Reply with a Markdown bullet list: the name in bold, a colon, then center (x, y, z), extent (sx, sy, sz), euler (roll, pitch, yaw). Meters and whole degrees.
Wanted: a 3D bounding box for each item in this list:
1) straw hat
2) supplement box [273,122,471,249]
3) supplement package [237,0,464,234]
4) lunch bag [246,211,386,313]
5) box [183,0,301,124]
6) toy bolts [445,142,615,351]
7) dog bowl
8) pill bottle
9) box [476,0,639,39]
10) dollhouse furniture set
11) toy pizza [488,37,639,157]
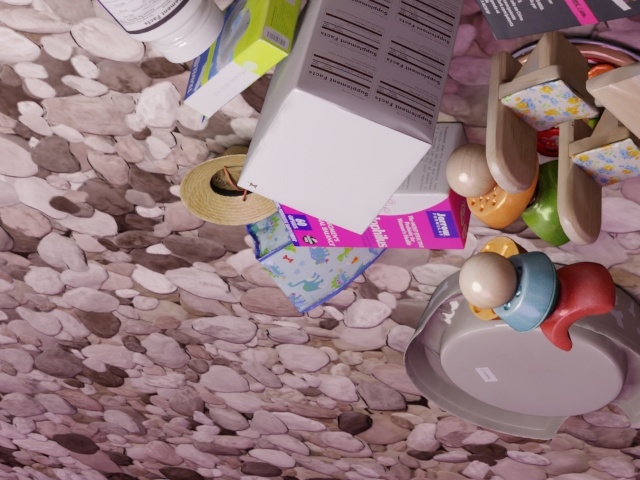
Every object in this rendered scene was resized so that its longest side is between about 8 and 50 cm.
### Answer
- **straw hat**: center (-0.104, -0.085, 1.693), extent (0.144, 0.061, 0.144), euler (-3, 143, -2)
- **supplement box**: center (0.065, -0.065, 1.608), extent (0.220, 0.114, 0.111), euler (0, 144, 20)
- **supplement package**: center (0.032, -0.155, 1.399), extent (0.149, 0.203, 0.194), euler (22, 148, -10)
- **lunch bag**: center (0.000, 0.000, 1.752), extent (0.151, 0.096, 0.129), euler (-29, 134, 10)
- **box**: center (-0.088, -0.209, 1.451), extent (0.042, 0.109, 0.178), euler (27, 146, -26)
- **toy bolts**: center (0.191, 0.021, 1.475), extent (0.158, 0.228, 0.218), euler (16, 126, -26)
- **dog bowl**: center (0.292, 0.151, 1.853), extent (0.348, 0.102, 0.349), euler (11, 147, 7)
- **pill bottle**: center (-0.185, -0.275, 1.393), extent (0.108, 0.108, 0.193), euler (-9, 141, 33)
- **box**: center (0.255, -0.292, 1.133), extent (0.270, 0.165, 0.143), euler (-6, 142, 29)
- **dollhouse furniture set**: center (0.412, -0.045, 1.307), extent (0.362, 0.256, 0.394), euler (-17, 145, 38)
- **toy pizza**: center (0.282, -0.144, 1.472), extent (0.201, 0.032, 0.201), euler (11, 148, 7)
